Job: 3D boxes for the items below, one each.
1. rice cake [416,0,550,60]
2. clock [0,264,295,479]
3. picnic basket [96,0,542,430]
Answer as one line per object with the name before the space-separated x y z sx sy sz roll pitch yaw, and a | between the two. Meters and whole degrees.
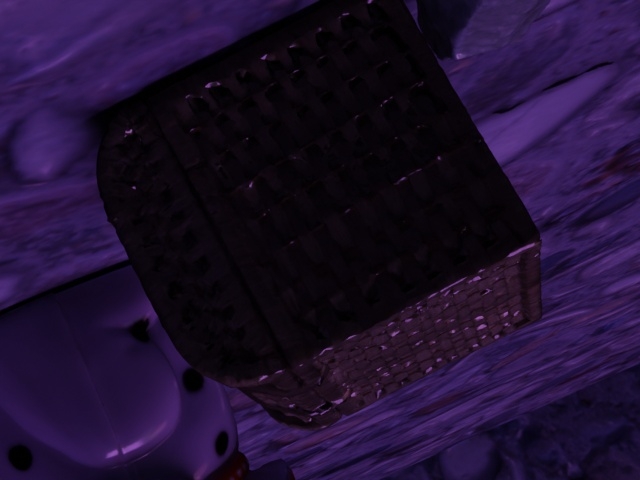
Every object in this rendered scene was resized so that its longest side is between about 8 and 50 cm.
rice cake | 0.087 -0.130 0.619 0.045 0.042 0.245 -18 166 -19
clock | -0.087 0.154 0.946 0.189 0.254 0.189 -29 167 -7
picnic basket | 0.000 0.000 0.763 0.154 0.134 0.196 -29 167 0
